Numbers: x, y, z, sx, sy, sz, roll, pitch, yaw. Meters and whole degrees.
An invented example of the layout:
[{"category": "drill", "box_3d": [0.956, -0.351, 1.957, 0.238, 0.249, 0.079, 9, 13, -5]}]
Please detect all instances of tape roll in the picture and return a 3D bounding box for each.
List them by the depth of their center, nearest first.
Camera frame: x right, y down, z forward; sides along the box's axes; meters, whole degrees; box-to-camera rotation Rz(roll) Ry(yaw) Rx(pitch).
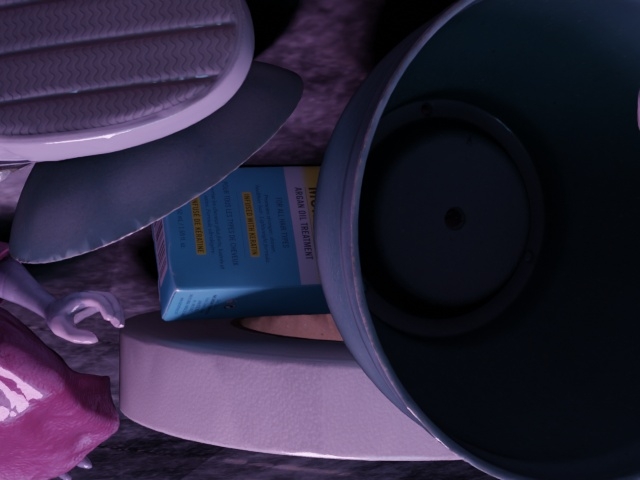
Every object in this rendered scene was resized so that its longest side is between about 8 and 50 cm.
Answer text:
[{"category": "tape roll", "box_3d": [0.028, 0.104, 1.003, 0.392, 0.072, 0.392, 2, -176, 0]}]

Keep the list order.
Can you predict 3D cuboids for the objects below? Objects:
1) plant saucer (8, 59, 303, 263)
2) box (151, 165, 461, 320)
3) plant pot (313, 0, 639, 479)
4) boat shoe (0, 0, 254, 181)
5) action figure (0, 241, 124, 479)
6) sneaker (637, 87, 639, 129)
[{"category": "plant saucer", "box_3d": [-0.103, -0.059, 0.692, 0.195, 0.195, 0.037, -19, 116, 24]}, {"category": "box", "box_3d": [0.000, 0.000, 0.913, 0.244, 0.100, 0.060, -2, 156, -18]}, {"category": "plant pot", "box_3d": [0.117, -0.011, 0.751, 0.293, 0.293, 0.196, 0, -177, -21]}, {"category": "boat shoe", "box_3d": [-0.189, -0.087, 0.640, 0.335, 0.121, 0.119, -3, 168, 13]}, {"category": "action figure", "box_3d": [-0.280, 0.058, 0.844, 0.248, 0.275, 0.370, -32, 151, -10]}, {"category": "sneaker", "box_3d": [0.279, -0.145, 0.605, 0.256, 0.094, 0.151, -33, 155, -10]}]
